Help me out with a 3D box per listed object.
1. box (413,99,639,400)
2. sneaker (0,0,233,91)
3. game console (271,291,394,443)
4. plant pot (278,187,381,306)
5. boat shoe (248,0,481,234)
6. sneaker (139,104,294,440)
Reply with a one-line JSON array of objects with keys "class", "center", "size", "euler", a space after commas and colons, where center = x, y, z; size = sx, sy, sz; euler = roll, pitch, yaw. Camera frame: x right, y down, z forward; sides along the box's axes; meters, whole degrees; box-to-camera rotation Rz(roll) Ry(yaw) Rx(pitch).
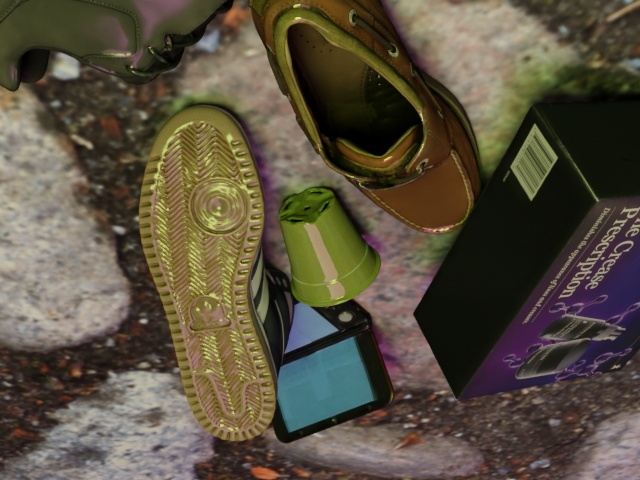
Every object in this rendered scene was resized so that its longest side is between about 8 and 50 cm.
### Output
[{"class": "box", "center": [0.214, 0.011, 0.802], "size": [0.184, 0.103, 0.261], "euler": [-8, 144, -25]}, {"class": "sneaker", "center": [-0.090, -0.164, 0.589], "size": [0.286, 0.109, 0.130], "euler": [-8, 106, 18]}, {"class": "game console", "center": [-0.019, 0.121, 0.969], "size": [0.144, 0.085, 0.124], "euler": [-26, 134, 25]}, {"class": "plant pot", "center": [0.000, 0.000, 0.843], "size": [0.083, 0.083, 0.079], "euler": [-14, 126, 14]}, {"class": "boat shoe", "center": [0.036, -0.082, 0.718], "size": [0.111, 0.104, 0.307], "euler": [-23, 136, 21]}, {"class": "sneaker", "center": [-0.081, 0.012, 0.848], "size": [0.099, 0.153, 0.282], "euler": [-4, 109, 6]}]
